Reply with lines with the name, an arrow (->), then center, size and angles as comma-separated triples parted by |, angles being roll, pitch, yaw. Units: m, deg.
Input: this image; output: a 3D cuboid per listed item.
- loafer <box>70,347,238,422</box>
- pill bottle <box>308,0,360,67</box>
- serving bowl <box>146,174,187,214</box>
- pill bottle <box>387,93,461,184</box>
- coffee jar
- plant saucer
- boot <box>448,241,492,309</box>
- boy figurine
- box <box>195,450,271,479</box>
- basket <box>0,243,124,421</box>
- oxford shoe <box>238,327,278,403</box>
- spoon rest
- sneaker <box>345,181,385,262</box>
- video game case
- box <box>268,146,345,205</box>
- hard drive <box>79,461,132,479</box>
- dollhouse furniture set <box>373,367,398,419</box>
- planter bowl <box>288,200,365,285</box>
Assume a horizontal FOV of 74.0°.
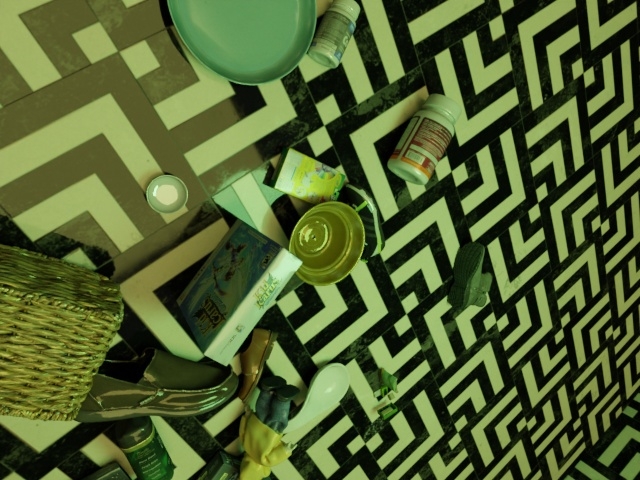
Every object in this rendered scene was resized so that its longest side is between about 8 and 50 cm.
loafer -> -0.357, 0.310, 0.946 | 0.366, 0.134, 0.130 | 2, 104, -30
pill bottle -> 0.033, -0.473, 0.964 | 0.078, 0.078, 0.137 | 23, 93, -33
serving bowl -> -0.327, -0.099, 0.901 | 0.083, 0.027, 0.083 | -10, 110, -27
pill bottle -> 0.283, -0.271, 1.145 | 0.121, 0.121, 0.221 | 30, 89, -33
coffee jar -> -0.411, 0.485, 0.991 | 0.079, 0.096, 0.184 | -23, 116, -21
plant saucer -> -0.156, -0.487, 0.873 | 0.318, 0.044, 0.317 | -9, 108, -27
boot -> 0.526, 0.116, 1.439 | 0.161, 0.083, 0.246 | -3, 112, -36
boy figurine -> -0.137, 0.510, 1.104 | 0.092, 0.177, 0.285 | 5, 102, -58
box -> -0.275, 0.710, 1.160 | 0.183, 0.059, 0.232 | 40, 84, -33
basket -> -0.539, 0.148, 0.746 | 0.299, 0.213, 0.223 | 24, 95, -34
oxford shoe -> -0.179, 0.321, 1.104 | 0.076, 0.076, 0.212 | 20, 98, -3
spoon rest -> -0.027, 0.456, 1.211 | 0.276, 0.084, 0.137 | -31, 118, -18
sneaker -> 0.104, -0.040, 1.135 | 0.097, 0.084, 0.234 | -32, 118, -17
video game case -> -0.185, 0.090, 0.897 | 0.061, 0.269, 0.244 | 38, 84, -32
box -> -0.028, -0.148, 1.051 | 0.179, 0.043, 0.105 | 20, 94, -30
hard drive -> -0.552, 0.639, 0.982 | 0.255, 0.054, 0.172 | -30, 118, -19
dollhouse furniture set -> 0.206, 0.491, 1.360 | 0.059, 0.076, 0.151 | -20, 115, -24
planter bowl -> 0.000, 0.000, 1.083 | 0.217, 0.090, 0.217 | -9, 108, -27
